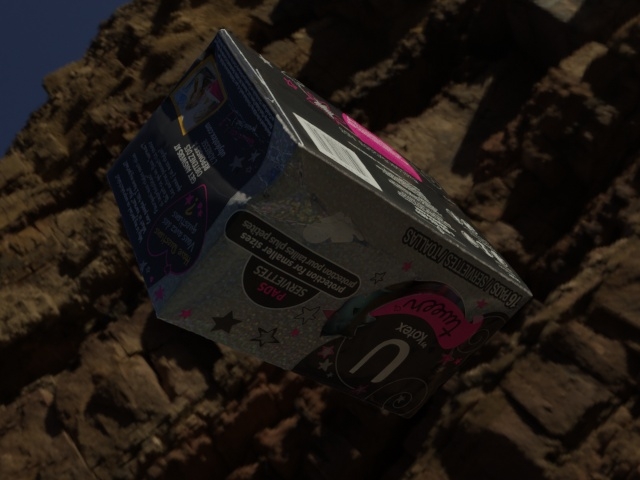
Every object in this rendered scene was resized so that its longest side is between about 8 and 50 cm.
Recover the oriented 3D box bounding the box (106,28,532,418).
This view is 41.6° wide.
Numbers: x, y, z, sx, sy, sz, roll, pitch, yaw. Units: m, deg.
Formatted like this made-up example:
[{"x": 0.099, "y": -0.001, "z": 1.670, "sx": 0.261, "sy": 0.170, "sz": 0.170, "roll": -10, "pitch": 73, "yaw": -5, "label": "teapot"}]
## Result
[{"x": 0.000, "y": 0.000, "z": 0.595, "sx": 0.247, "sy": 0.163, "sz": 0.142, "roll": 28, "pitch": -69, "yaw": -40, "label": "box"}]
